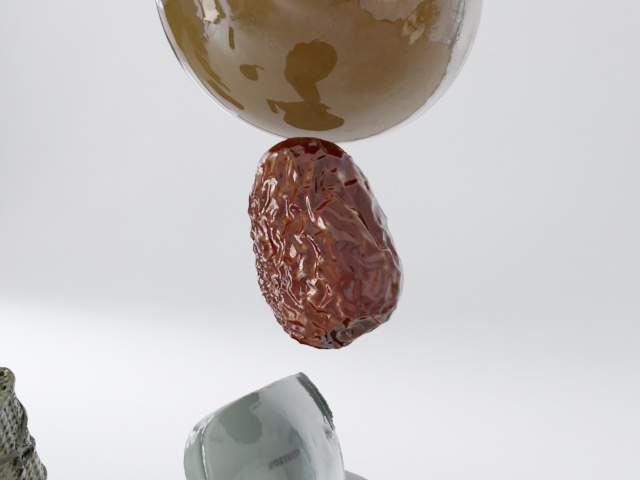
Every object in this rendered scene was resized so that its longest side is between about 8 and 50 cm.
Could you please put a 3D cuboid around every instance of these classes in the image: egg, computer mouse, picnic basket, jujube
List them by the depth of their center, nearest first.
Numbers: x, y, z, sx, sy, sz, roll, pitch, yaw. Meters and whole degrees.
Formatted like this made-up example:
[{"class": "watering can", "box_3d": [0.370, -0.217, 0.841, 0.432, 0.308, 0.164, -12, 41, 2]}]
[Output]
[{"class": "jujube", "box_3d": [0.000, 0.000, 1.235, 0.112, 0.176, 0.109, -10, -27, -15]}, {"class": "computer mouse", "box_3d": [-0.032, 0.186, 1.318, 0.079, 0.128, 0.231, -21, 0, 29]}, {"class": "egg", "box_3d": [0.002, -0.236, 1.417, 0.301, 0.301, 0.374, 6, -17, 19]}, {"class": "picnic basket", "box_3d": [-0.451, 0.272, 1.979, 0.154, 0.196, 0.134, 6, 42, 16]}]

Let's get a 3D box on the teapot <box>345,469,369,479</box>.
[{"class": "teapot", "box_3d": [-0.070, 0.398, 1.697, 0.376, 0.306, 0.362, -12, -16, 6]}]
